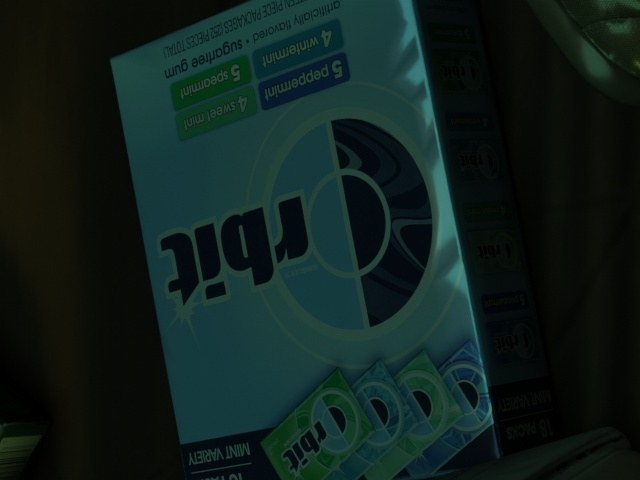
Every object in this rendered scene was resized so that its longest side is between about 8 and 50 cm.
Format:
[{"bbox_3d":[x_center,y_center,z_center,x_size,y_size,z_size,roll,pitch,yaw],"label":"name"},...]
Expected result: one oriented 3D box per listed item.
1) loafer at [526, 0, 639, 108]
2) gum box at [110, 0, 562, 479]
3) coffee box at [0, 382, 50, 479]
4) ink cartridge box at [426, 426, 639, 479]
[{"bbox_3d":[0.077,-0.110,0.561,0.148,0.056,0.050,53,124,15],"label":"loafer"},{"bbox_3d":[0.000,0.000,0.643,0.157,0.041,0.184,-15,83,41],"label":"gum box"},{"bbox_3d":[-0.214,0.131,0.809,0.113,0.040,0.184,35,103,22],"label":"coffee box"},{"bbox_3d":[-0.005,0.216,0.580,0.306,0.131,0.226,-26,86,41],"label":"ink cartridge box"}]
